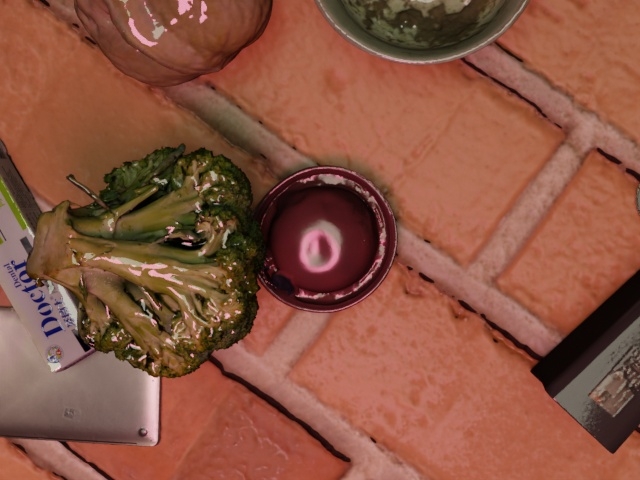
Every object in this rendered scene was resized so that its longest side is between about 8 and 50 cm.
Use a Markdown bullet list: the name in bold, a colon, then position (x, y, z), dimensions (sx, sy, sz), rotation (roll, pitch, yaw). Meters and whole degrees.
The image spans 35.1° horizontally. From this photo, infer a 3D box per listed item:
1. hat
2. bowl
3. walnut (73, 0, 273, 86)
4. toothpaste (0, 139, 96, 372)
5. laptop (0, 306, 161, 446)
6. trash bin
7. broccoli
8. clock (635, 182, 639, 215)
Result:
- **hat**: position (0.000, 0.000, 1.333), dimensions (0.206, 0.089, 0.205), rotation (1, 94, 7)
- **bowl**: position (0.130, -0.356, 1.267), dimensions (0.289, 0.146, 0.289), rotation (1, 94, 8)
- **walnut**: position (-0.182, -0.311, 1.262), dimensions (0.248, 0.248, 0.248), rotation (0, 94, 6)
- **toothpaste**: position (-0.404, 0.015, 1.380), dimensions (0.081, 0.067, 0.336), rotation (-31, 87, 8)
- **laptop**: position (-0.354, 0.190, 1.418), dimensions (0.269, 0.015, 0.187), rotation (2, 92, 6)
- **trash bin**: position (0.390, 0.135, 1.266), dimensions (0.115, 0.165, 0.225), rotation (44, 94, 2)
- **broccoli**: position (-0.209, 0.011, 1.256), dimensions (0.321, 0.283, 0.303), rotation (-24, 66, 41)
- **clock**: position (0.449, -0.052, 1.322), dimensions (0.074, 0.010, 0.083), rotation (-22, 92, 7)
